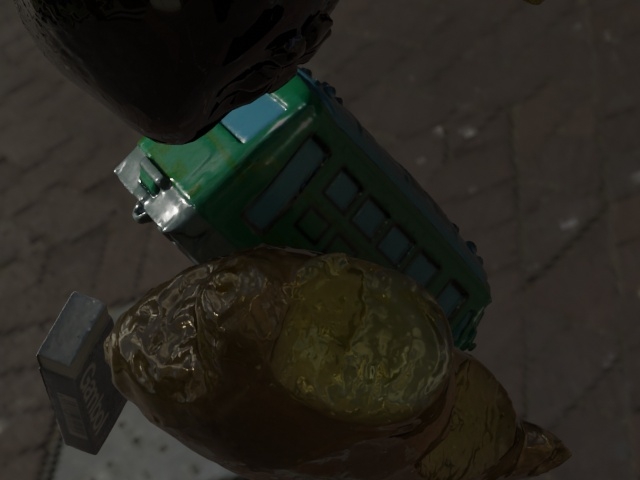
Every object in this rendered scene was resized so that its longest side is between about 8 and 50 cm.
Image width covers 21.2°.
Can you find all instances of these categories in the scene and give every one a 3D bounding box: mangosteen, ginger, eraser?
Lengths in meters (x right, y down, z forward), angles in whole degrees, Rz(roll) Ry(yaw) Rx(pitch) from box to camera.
[{"bbox_3d":[-0.089,-0.185,0.982,0.243,0.243,0.243,-19,33,13],"label":"mangosteen"},{"bbox_3d":[0.019,0.070,0.705,0.131,0.294,0.086,-10,71,19],"label":"ginger"},{"bbox_3d":[-0.256,0.148,1.866,0.046,0.212,0.092,20,61,13],"label":"eraser"}]

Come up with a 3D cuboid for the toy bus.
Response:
[{"bbox_3d":[0.000,0.000,1.529,0.199,0.343,0.183,-45,33,-1],"label":"toy bus"}]

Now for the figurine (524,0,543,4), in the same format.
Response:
[{"bbox_3d":[0.272,-0.284,1.356,0.420,0.154,0.193,-18,55,24],"label":"figurine"}]
